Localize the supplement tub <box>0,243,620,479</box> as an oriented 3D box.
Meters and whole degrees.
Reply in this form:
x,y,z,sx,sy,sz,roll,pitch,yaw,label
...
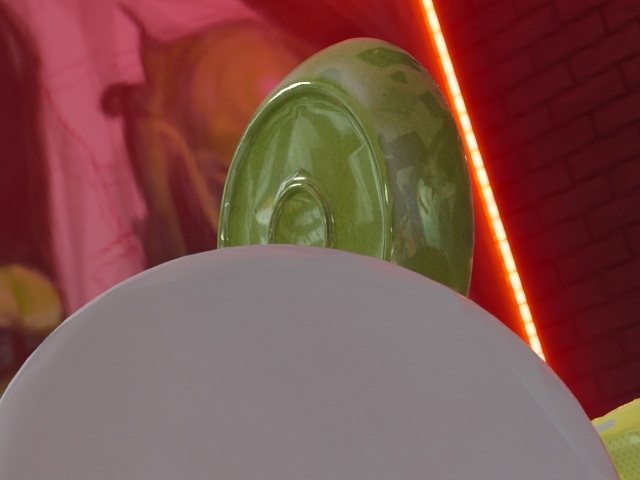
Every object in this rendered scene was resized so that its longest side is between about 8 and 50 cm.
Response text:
x,y,z,sx,sy,sz,roll,pitch,yaw,label
-0.034,0.176,0.581,0.241,0.241,0.331,-11,-31,-20,supplement tub

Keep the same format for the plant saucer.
x,y,z,sx,sy,sz,roll,pitch,yaw,label
0.000,0.000,0.896,0.037,0.241,0.241,2,-21,-33,plant saucer

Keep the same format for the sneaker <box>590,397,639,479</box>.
x,y,z,sx,sy,sz,roll,pitch,yaw,label
0.171,0.154,0.749,0.094,0.208,0.081,-19,28,10,sneaker
